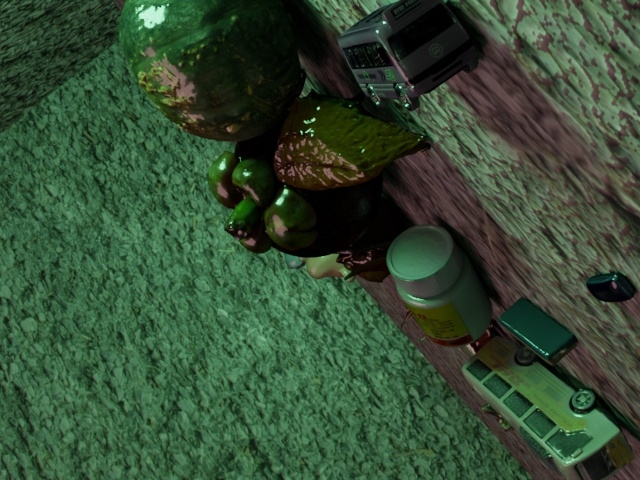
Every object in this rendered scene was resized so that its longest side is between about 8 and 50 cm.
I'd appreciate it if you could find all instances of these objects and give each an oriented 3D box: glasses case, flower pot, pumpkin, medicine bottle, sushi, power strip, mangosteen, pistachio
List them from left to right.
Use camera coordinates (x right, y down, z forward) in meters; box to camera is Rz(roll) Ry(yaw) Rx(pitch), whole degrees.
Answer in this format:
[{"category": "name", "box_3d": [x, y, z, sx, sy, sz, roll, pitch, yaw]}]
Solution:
[{"category": "pumpkin", "box_3d": [-0.158, -0.285, 1.223, 0.327, 0.258, 0.291, -112, 0, -69]}, {"category": "mangosteen", "box_3d": [-0.037, -0.094, 1.453, 0.300, 0.300, 0.300, 49, 175, 6]}, {"category": "sushi", "box_3d": [0.022, -0.158, 1.181, 0.287, 0.140, 0.149, -6, 118, 55]}, {"category": "flower pot", "box_3d": [0.072, -0.050, 1.681, 0.251, 0.179, 0.084, -144, 43, -68]}, {"category": "pistachio", "box_3d": [0.119, 0.029, 1.760, 0.210, 0.165, 0.130, 148, 101, -75]}, {"category": "medicine bottle", "box_3d": [0.214, 0.083, 1.431, 0.139, 0.139, 0.225, 45, 173, 45]}, {"category": "power strip", "box_3d": [0.338, 0.142, 1.248, 0.123, 0.056, 0.032, 43, 173, 50]}, {"category": "glasses case", "box_3d": [0.325, 0.056, 0.906, 0.033, 0.023, 0.083, 51, 176, 3]}]

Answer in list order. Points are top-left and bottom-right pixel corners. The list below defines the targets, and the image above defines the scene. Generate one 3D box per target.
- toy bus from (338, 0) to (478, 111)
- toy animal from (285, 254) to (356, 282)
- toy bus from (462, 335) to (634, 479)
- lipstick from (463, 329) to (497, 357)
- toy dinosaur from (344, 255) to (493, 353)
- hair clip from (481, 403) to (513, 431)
[{"category": "toy bus", "box_3d": [0.082, -0.194, 0.813, 0.098, 0.087, 0.178, 58, 175, -16]}, {"category": "toy animal", "box_3d": [0.016, -0.012, 2.305, 0.210, 0.230, 0.221, -65, -18, -66]}, {"category": "toy bus", "box_3d": [0.395, 0.294, 1.431, 0.097, 0.138, 0.342, 56, 174, -32]}, {"category": "lipstick", "box_3d": [0.328, 0.203, 1.707, 0.304, 0.076, 0.076, 48, 175, 12]}, {"category": "toy dinosaur", "box_3d": [0.225, 0.158, 1.640, 0.207, 0.113, 0.327, -22, 103, 43]}, {"category": "hair clip", "box_3d": [0.430, 0.365, 1.640, 0.292, 0.106, 0.084, 25, -149, -45]}]
